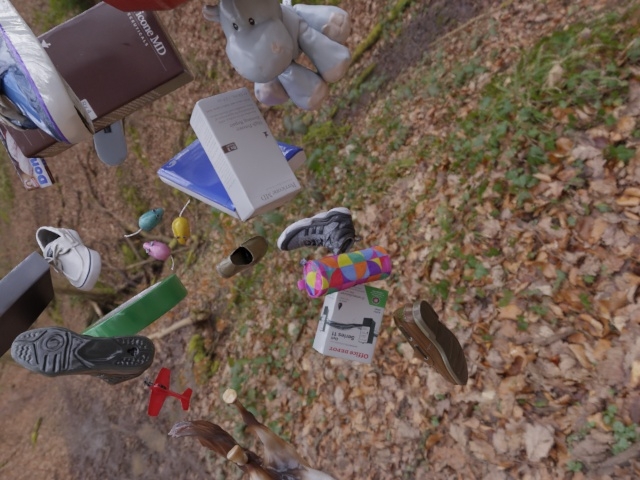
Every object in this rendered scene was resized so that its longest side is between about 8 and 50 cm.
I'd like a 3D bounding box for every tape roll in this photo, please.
[{"bbox_3d":[-0.551,0.216,1.404,0.321,0.077,0.321,-31,8,5],"label":"tape roll"}]

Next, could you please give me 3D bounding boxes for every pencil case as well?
[{"bbox_3d":[0.064,0.076,1.192,0.104,0.236,0.105,26,120,55],"label":"pencil case"}]

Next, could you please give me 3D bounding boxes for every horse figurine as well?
[{"bbox_3d":[-0.013,0.226,0.408,0.263,0.174,0.066,20,54,34],"label":"horse figurine"}]

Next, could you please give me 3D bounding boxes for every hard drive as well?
[{"bbox_3d":[-0.213,-0.172,1.090,0.318,0.040,0.210,25,61,39],"label":"hard drive"},{"bbox_3d":[-0.678,0.162,1.019,0.172,0.054,0.255,-62,2,47],"label":"hard drive"}]

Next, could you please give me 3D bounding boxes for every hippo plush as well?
[{"bbox_3d":[-0.071,-0.406,0.900,0.236,0.234,0.294,-22,-79,-74],"label":"hippo plush"}]

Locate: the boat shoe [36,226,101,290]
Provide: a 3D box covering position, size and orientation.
[{"bbox_3d":[-0.598,0.032,1.109,0.267,0.088,0.096,36,100,41],"label":"boat shoe"}]

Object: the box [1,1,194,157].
[{"bbox_3d":[-0.488,-0.345,1.002,0.381,0.191,0.143,-30,13,-2],"label":"box"}]

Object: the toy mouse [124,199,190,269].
[{"bbox_3d":[-0.366,-0.013,1.057,0.031,0.143,0.161,-179,89,-80],"label":"toy mouse"}]

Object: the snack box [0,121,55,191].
[{"bbox_3d":[-0.686,-0.206,1.095,0.022,0.064,0.178,-104,-1,-69],"label":"snack box"}]

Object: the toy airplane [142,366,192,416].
[{"bbox_3d":[-0.395,0.400,1.233,0.028,0.151,0.151,-42,30,25],"label":"toy airplane"}]

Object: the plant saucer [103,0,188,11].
[{"bbox_3d":[-0.210,-0.436,0.766,0.258,0.048,0.259,-40,40,-21],"label":"plant saucer"}]

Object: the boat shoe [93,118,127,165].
[{"bbox_3d":[-0.597,-0.370,1.325,0.105,0.113,0.306,-136,37,-60],"label":"boat shoe"}]

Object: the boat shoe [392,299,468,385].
[{"bbox_3d":[0.322,0.300,1.372,0.104,0.307,0.111,-22,19,36],"label":"boat shoe"}]

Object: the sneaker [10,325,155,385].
[{"bbox_3d":[-0.420,0.214,0.850,0.130,0.227,0.087,124,147,-53],"label":"sneaker"}]

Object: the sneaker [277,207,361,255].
[{"bbox_3d":[0.000,0.000,1.545,0.101,0.268,0.153,76,169,-56],"label":"sneaker"}]

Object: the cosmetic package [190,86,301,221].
[{"bbox_3d":[-0.147,-0.167,0.922,0.117,0.231,0.085,-29,-3,-29],"label":"cosmetic package"}]

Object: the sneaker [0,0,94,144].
[{"bbox_3d":[-0.467,-0.195,0.605,0.236,0.323,0.130,-36,-17,-15],"label":"sneaker"}]

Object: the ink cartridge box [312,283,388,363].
[{"bbox_3d":[0.083,0.219,1.296,0.087,0.153,0.209,-177,101,-73],"label":"ink cartridge box"}]

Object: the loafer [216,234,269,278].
[{"bbox_3d":[-0.155,0.032,1.006,0.050,0.056,0.148,-31,8,44],"label":"loafer"}]
